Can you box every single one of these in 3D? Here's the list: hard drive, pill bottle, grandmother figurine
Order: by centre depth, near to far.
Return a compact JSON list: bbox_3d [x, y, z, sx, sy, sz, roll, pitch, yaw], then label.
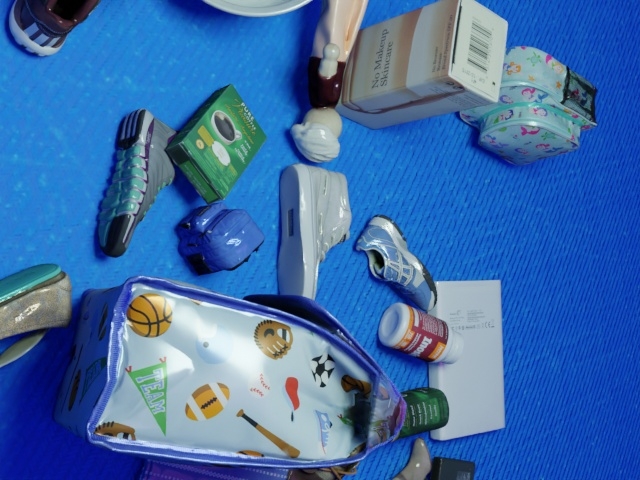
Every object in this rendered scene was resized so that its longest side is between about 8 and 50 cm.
[{"bbox_3d":[0.017,-0.301,1.375,0.208,0.104,0.343,-56,155,-76],"label":"grandmother figurine"},{"bbox_3d":[0.191,0.179,1.533,0.152,0.086,0.086,23,73,-24],"label":"pill bottle"},{"bbox_3d":[0.259,0.479,1.617,0.135,0.022,0.094,24,73,-48],"label":"hard drive"},{"bbox_3d":[0.298,0.236,1.667,0.203,0.040,0.308,1,87,-40],"label":"hard drive"}]

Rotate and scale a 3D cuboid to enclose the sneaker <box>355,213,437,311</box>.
[{"bbox_3d":[0.139,0.055,1.528,0.081,0.080,0.211,-44,105,-26],"label":"sneaker"}]

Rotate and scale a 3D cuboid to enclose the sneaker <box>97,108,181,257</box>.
[{"bbox_3d":[-0.252,-0.076,1.197,0.098,0.083,0.224,22,73,-42],"label":"sneaker"}]

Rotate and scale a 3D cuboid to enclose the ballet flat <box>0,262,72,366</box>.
[{"bbox_3d":[-0.445,0.125,1.012,0.316,0.107,0.106,-21,114,-38],"label":"ballet flat"}]

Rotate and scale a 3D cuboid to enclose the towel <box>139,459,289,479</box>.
[{"bbox_3d":[-0.156,0.333,1.263,0.243,0.040,0.336,21,76,-28],"label":"towel"}]

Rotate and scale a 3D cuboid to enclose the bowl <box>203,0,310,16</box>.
[{"bbox_3d":[-0.108,-0.473,1.272,0.297,0.134,0.298,1,86,-10],"label":"bowl"}]

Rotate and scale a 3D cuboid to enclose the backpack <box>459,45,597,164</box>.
[{"bbox_3d":[0.412,-0.277,1.676,0.253,0.225,0.191,28,65,-31],"label":"backpack"}]

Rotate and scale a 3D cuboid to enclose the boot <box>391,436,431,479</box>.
[{"bbox_3d":[0.167,0.440,1.544,0.087,0.042,0.119,-11,96,-40],"label":"boot"}]

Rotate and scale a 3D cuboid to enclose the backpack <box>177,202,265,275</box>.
[{"bbox_3d":[-0.154,-0.003,1.247,0.098,0.120,0.101,-51,118,-29],"label":"backpack"}]

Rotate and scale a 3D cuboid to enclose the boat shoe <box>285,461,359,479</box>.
[{"bbox_3d":[0.004,0.343,1.358,0.123,0.123,0.342,40,64,-31],"label":"boat shoe"}]

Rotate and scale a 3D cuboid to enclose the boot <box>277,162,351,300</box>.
[{"bbox_3d":[0.000,0.000,1.391,0.123,0.095,0.259,5,83,-33],"label":"boot"}]

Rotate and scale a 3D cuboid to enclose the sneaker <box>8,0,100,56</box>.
[{"bbox_3d":[-0.315,-0.388,1.105,0.106,0.162,0.282,23,74,-37],"label":"sneaker"}]

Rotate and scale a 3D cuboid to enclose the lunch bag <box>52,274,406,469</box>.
[{"bbox_3d":[-0.122,0.179,1.083,0.385,0.328,0.239,16,79,-21],"label":"lunch bag"}]

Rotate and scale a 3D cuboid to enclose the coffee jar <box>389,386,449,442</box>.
[{"bbox_3d":[0.142,0.319,1.495,0.184,0.096,0.079,-4,87,-41],"label":"coffee jar"}]

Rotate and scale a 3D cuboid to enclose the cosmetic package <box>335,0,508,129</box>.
[{"bbox_3d":[0.161,-0.299,1.416,0.129,0.296,0.153,17,75,-37],"label":"cosmetic package"}]

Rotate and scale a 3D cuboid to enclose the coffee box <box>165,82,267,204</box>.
[{"bbox_3d":[-0.156,-0.151,1.271,0.113,0.040,0.184,54,38,-25],"label":"coffee box"}]
